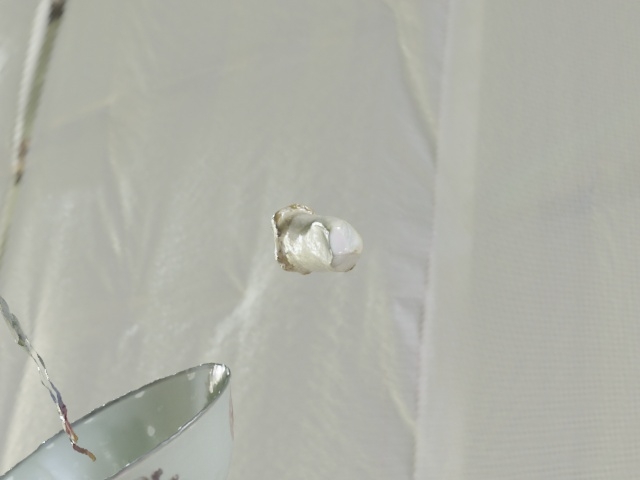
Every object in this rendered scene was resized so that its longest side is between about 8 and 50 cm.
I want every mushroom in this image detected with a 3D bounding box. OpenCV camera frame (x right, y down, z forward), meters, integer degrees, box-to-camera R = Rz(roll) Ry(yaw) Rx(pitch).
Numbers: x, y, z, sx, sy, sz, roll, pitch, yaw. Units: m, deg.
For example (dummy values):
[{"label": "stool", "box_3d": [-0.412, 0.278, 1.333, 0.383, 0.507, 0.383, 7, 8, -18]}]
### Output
[{"label": "mushroom", "box_3d": [0.000, 0.000, 1.352, 0.209, 0.071, 0.084, -177, -103, -73]}]

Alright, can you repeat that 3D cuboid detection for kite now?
[{"label": "kite", "box_3d": [-0.256, 0.081, 1.049, 0.015, 0.245, 0.141, -28, -163, -12]}]

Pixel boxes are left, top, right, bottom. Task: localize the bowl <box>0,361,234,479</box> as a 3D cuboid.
[{"label": "bowl", "box_3d": [-0.216, 0.293, 1.413, 0.337, 0.158, 0.337, -28, -171, 5]}]
